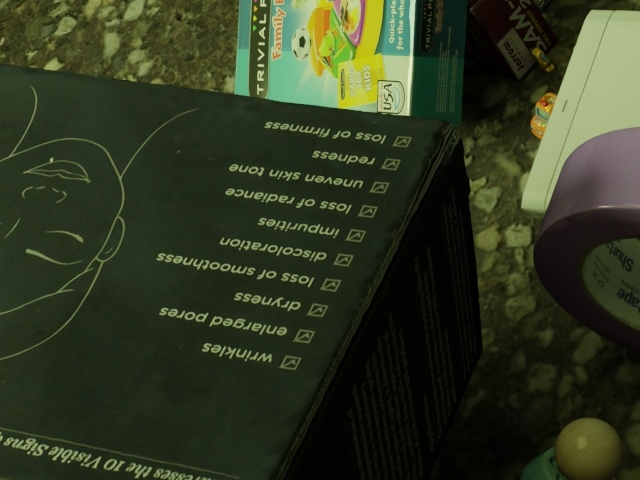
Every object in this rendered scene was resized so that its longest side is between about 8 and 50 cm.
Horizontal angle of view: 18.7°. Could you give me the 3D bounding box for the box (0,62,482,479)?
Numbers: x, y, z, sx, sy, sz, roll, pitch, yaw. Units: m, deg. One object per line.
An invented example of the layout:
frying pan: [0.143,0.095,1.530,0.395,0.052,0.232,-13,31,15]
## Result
box: [-0.161,0.122,1.670,0.480,0.297,0.472,9,44,21]

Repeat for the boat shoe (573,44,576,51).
boat shoe: [0.328,-0.206,2.098,0.125,0.046,0.038,-16,48,30]

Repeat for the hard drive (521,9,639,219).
hard drive: [0.377,-0.114,1.930,0.353,0.047,0.233,10,75,46]

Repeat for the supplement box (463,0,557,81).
supplement box: [0.150,-0.282,2.233,0.073,0.130,0.239,-48,43,-7]

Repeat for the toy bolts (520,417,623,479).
toy bolts: [0.220,0.265,1.659,0.218,0.158,0.228,23,36,4]

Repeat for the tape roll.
tape roll: [0.333,0.014,1.735,0.275,0.275,0.090,1,55,37]

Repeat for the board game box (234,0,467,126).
board game box: [0.030,-0.265,2.209,0.336,0.079,0.253,9,98,52]

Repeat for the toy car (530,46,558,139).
toy car: [0.240,-0.163,2.132,0.060,0.040,0.122,-34,42,9]

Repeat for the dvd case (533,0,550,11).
dvd case: [0.254,-0.321,2.275,0.087,0.013,0.119,14,66,43]
